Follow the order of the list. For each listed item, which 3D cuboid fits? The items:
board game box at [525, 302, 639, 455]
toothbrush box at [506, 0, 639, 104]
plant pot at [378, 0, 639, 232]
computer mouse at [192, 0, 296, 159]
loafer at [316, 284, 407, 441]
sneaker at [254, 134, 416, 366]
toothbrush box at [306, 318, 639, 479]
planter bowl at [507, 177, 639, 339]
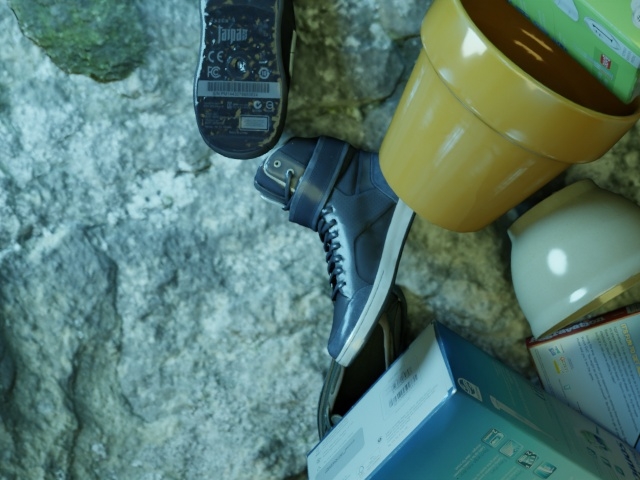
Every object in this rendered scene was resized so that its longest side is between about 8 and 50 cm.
[{"bbox_3d":[0.338,0.209,1.108,0.145,0.027,0.281,-19,106,15],"label":"board game box"},{"bbox_3d":[0.173,-0.251,0.776,0.283,0.206,0.122,43,98,12],"label":"toothbrush box"},{"bbox_3d":[0.155,-0.114,0.937,0.205,0.205,0.188,32,126,-5],"label":"plant pot"},{"bbox_3d":[-0.035,-0.212,0.988,0.184,0.060,0.262,-2,98,12],"label":"computer mouse"},{"bbox_3d":[0.042,0.175,1.101,0.096,0.084,0.267,5,110,5],"label":"loafer"},{"bbox_3d":[0.000,0.000,0.995,0.163,0.226,0.086,20,154,-2],"label":"sneaker"},{"bbox_3d":[0.166,0.253,1.035,0.296,0.126,0.216,32,112,-18],"label":"toothbrush box"},{"bbox_3d":[0.249,0.009,0.991,0.162,0.162,0.109,-36,75,17],"label":"planter bowl"}]
